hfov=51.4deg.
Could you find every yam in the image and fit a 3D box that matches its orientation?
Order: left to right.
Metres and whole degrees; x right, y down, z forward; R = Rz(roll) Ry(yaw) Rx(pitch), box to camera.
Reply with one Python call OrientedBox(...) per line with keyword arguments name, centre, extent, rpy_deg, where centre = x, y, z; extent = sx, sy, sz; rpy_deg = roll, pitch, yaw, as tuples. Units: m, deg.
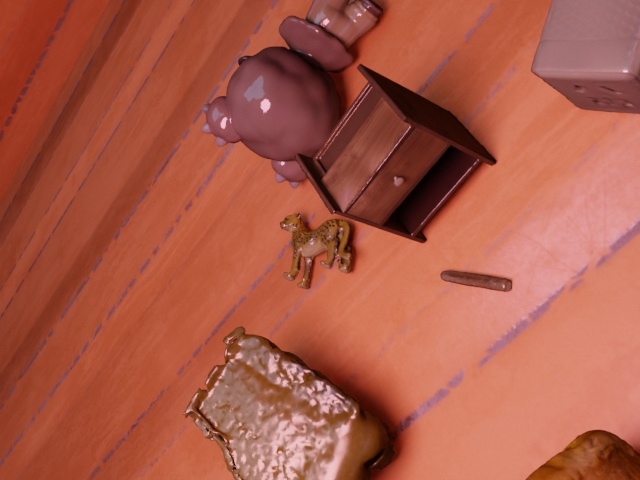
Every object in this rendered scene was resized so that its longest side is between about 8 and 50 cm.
OrientedBox(name="yam", centre=(0.222, 0.057, 0.961), extent=(0.116, 0.021, 0.021), rpy_deg=(9, 85, 47))

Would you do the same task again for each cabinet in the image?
OrientedBox(name="cabinet", centre=(0.112, -0.119, 0.990), extent=(0.175, 0.215, 0.148), rpy_deg=(-52, 46, 24))

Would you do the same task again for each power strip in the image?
OrientedBox(name="power strip", centre=(0.376, -0.282, 0.811), extent=(0.139, 0.140, 0.224), rpy_deg=(18, 91, 49))

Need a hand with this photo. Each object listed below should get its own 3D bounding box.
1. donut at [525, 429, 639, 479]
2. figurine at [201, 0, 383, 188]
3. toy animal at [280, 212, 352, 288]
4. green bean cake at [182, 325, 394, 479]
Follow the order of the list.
OrientedBox(name="donut", centre=(0.255, 0.326, 0.686), extent=(0.128, 0.208, 0.261), rpy_deg=(40, 97, 40))
OrientedBox(name="figurine", centre=(-0.033, -0.300, 1.230), extent=(0.381, 0.248, 0.203), rpy_deg=(-58, 23, 1))
OrientedBox(name="toy animal", centre=(0.000, 0.000, 1.190), extent=(0.181, 0.073, 0.136), rpy_deg=(-23, 55, 46))
OrientedBox(name="green bean cake", centre=(-0.070, 0.327, 1.022), extent=(0.310, 0.202, 0.285), rpy_deg=(34, 82, 25))
